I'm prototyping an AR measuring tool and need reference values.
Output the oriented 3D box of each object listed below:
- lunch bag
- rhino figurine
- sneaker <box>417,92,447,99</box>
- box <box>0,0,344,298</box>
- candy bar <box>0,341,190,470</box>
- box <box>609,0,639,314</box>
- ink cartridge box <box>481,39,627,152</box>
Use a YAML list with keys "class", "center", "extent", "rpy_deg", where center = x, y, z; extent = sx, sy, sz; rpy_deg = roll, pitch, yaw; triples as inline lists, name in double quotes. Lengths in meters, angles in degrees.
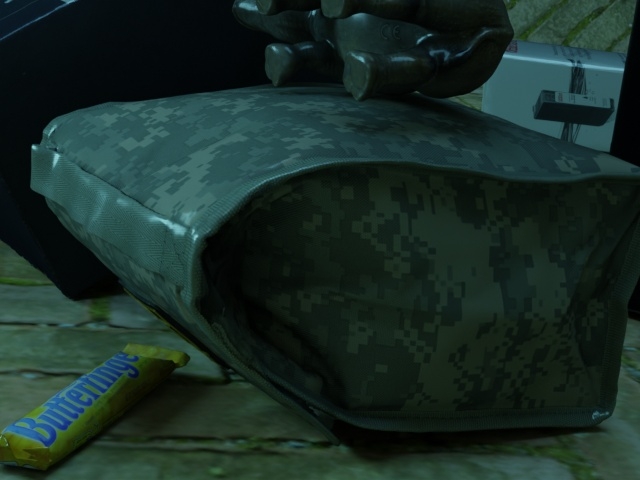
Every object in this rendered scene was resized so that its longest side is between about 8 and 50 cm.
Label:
- class: "lunch bag"
  center: [0.000, 0.000, 0.689]
  extent: [0.287, 0.169, 0.235]
  rpy_deg: [3, 15, -31]
- class: "rhino figurine"
  center: [0.018, -0.124, 0.709]
  extent: [0.106, 0.073, 0.243]
  rpy_deg: [-7, 16, -24]
- class: "sneaker"
  center: [0.026, -0.131, 1.330]
  extent: [0.228, 0.092, 0.087]
  rpy_deg: [1, 17, -13]
- class: "box"
  center: [-0.144, -0.160, 0.934]
  extent: [0.343, 0.179, 0.312]
  rpy_deg: [-35, 34, -21]
- class: "candy bar"
  center: [-0.116, 0.081, 0.626]
  extent: [0.040, 0.018, 0.161]
  rpy_deg: [11, 15, 16]
- class: "box"
  center: [0.412, -0.093, 0.964]
  extent: [0.212, 0.294, 0.395]
  rpy_deg: [19, 20, 37]
- class: "ink cartridge box"
  center: [0.350, -0.191, 1.644]
  extent: [0.272, 0.114, 0.197]
  rpy_deg: [9, 16, 6]
